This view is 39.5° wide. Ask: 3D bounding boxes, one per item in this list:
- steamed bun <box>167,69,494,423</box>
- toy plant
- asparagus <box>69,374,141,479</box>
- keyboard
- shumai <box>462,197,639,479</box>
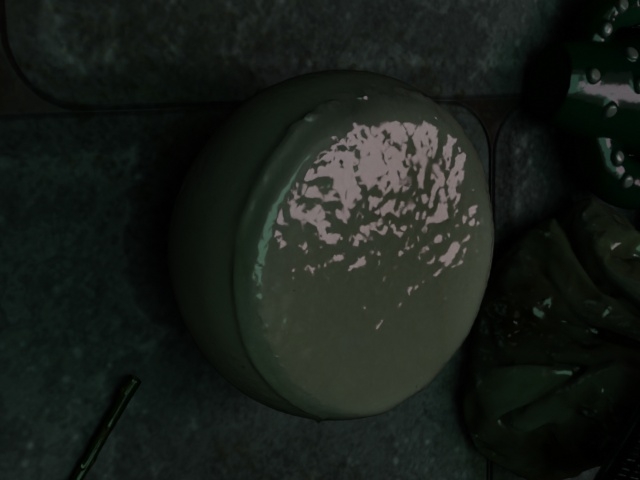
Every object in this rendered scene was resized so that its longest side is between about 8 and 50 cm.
[{"bbox_3d":[0.000,0.000,0.736,0.283,0.177,0.283,-8,103,-36],"label":"steamed bun"},{"bbox_3d":[0.343,-0.162,0.978,0.243,0.112,0.232,34,83,-26],"label":"toy plant"},{"bbox_3d":[-0.195,0.184,0.734,0.016,0.016,0.162,34,80,-22],"label":"asparagus"},{"bbox_3d":[0.338,0.187,0.863,0.094,0.025,0.230,13,129,3],"label":"keyboard"},{"bbox_3d":[0.330,0.132,0.925,0.304,0.263,0.309,-42,117,-23],"label":"shumai"}]
